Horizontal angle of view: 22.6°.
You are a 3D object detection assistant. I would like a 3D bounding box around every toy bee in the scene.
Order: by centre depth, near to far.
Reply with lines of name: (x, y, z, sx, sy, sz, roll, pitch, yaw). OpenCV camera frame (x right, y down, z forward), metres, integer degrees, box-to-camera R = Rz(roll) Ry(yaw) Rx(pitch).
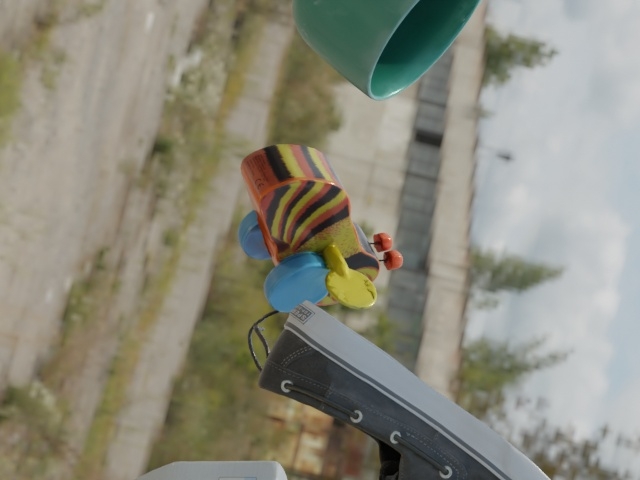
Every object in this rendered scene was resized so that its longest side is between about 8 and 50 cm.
toy bee: (0.000, 0.000, 1.610, 0.298, 0.162, 0.195, 113, -44, -69)

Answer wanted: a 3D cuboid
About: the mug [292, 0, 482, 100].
mug: (0.046, -0.177, 1.144, 0.129, 0.097, 0.158, -49, 165, 3)

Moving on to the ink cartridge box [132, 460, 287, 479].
ink cartridge box: (-0.246, 0.420, 1.993, 0.091, 0.385, 0.308, 79, 13, -45)

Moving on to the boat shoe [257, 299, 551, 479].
boat shoe: (0.058, 0.132, 1.035, 0.076, 0.228, 0.080, -54, -166, -5)
